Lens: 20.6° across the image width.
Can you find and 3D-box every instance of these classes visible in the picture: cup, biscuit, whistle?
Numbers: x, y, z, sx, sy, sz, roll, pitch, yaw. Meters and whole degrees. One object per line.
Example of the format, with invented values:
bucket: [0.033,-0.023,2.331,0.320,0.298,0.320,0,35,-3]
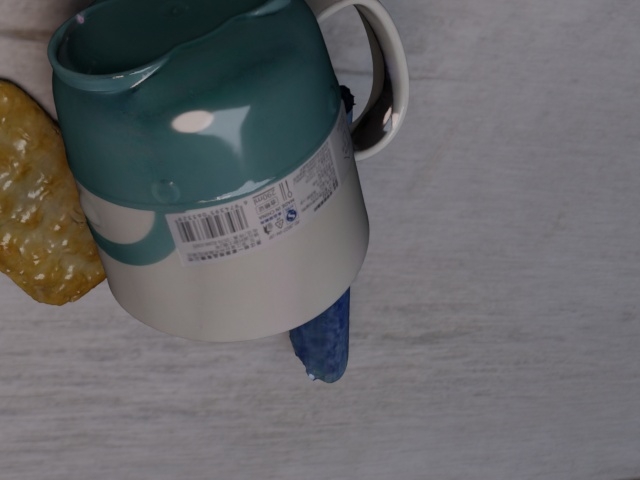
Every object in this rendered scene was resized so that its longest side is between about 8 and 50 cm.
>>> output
cup: [-0.059,-0.089,1.376,0.290,0.219,0.257,-30,132,-19]
biscuit: [-0.236,-0.033,1.423,0.118,0.029,0.247,-43,137,-2]
whistle: [0.000,0.000,1.604,0.062,0.062,0.304,-19,131,-24]
